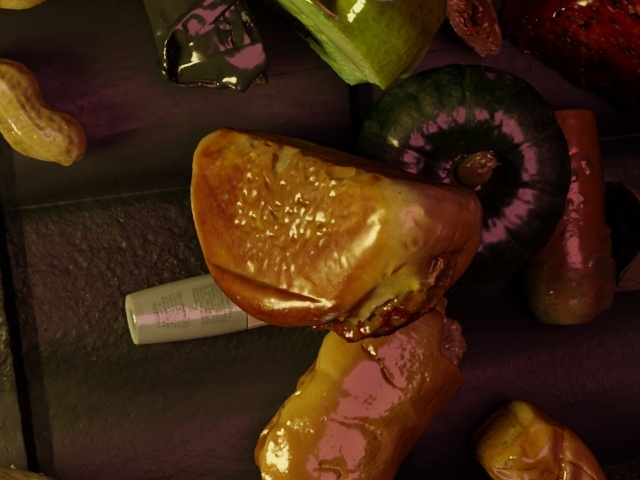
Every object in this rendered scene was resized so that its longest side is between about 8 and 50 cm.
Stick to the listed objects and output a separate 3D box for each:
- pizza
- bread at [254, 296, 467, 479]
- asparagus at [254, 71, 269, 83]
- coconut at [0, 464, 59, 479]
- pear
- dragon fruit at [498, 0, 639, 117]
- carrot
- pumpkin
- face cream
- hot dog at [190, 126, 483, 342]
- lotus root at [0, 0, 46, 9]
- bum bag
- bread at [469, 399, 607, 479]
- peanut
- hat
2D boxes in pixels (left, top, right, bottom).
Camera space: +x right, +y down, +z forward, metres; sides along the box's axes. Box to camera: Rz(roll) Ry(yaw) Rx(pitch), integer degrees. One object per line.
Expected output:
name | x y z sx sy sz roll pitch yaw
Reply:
pizza | 0.192 -0.367 1.745 0.127 0.058 0.246 -37 102 -55
bread | 0.062 0.213 1.705 0.195 0.149 0.344 36 81 -16
asparagus | -0.138 -0.254 1.686 0.165 0.030 0.036 31 59 -14
coconut | -0.425 0.407 1.493 0.254 0.297 0.297 13 88 -17
pear | 0.042 -0.334 1.611 0.286 0.282 0.176 41 89 -15
dragon fruit | 0.451 -0.334 1.722 0.286 0.329 0.228 33 76 -15
carrot | 0.344 -0.030 1.799 0.138 0.138 0.302 -5 88 -17
pumpkin | 0.189 -0.085 1.685 0.300 0.207 0.300 0 98 0
face cream | -0.156 0.087 1.681 0.198 0.057 0.084 -9 86 -19
hot dog | 0.001 0.000 1.559 0.185 0.405 0.223 8 98 -46
lotus root | -0.354 -0.389 1.556 0.160 0.146 0.284 38 74 5
bum bag | -0.179 -0.330 1.618 0.142 0.080 0.326 -23 81 0
bread | 0.344 0.368 1.790 0.132 0.167 0.294 -43 103 -11
peanut | -0.376 -0.166 1.588 0.193 0.089 0.089 43 80 -19
hat | 0.475 -0.008 1.810 0.144 0.173 0.166 3 86 -17
